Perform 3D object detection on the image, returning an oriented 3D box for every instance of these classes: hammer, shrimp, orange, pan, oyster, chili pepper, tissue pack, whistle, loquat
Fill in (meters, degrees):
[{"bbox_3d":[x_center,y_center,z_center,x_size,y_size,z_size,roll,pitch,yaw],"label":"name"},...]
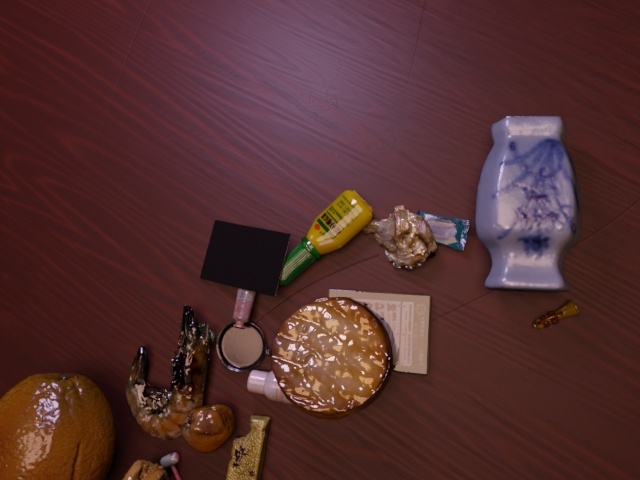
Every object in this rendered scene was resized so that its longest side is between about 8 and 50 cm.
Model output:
[{"bbox_3d":[-0.385,0.603,1.557,0.052,0.031,0.083,-26,86,10],"label":"hammer"},{"bbox_3d":[-0.410,0.345,1.564,0.233,0.071,0.365,7,94,13],"label":"shrimp"},{"bbox_3d":[-0.677,0.504,1.467,0.322,0.322,0.357,15,96,11],"label":"orange"},{"bbox_3d":[-0.161,0.289,1.550,0.235,0.028,0.136,14,87,14],"label":"pan"},{"bbox_3d":[0.193,-0.008,1.495,0.191,0.081,0.163,3,90,30],"label":"oyster"},{"bbox_3d":[-0.319,0.245,1.586,0.091,0.034,0.030,22,121,10],"label":"chili pepper"},{"bbox_3d":[0.305,-0.023,1.506,0.138,0.028,0.085,12,83,16],"label":"tissue pack"},{"bbox_3d":[0.567,0.186,1.421,0.109,0.057,0.046,-28,101,6],"label":"whistle"},{"bbox_3d":[-0.287,0.473,1.501,0.137,0.137,0.113,-30,51,5],"label":"loquat"}]

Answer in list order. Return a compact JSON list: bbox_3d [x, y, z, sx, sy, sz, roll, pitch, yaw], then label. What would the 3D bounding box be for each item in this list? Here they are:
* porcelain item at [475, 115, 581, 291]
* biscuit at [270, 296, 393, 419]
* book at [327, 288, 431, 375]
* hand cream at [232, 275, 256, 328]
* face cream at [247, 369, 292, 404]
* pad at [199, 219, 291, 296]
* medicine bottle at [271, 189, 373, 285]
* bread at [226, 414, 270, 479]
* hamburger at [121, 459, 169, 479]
[{"bbox_3d":[0.492,-0.082,1.401,0.242,0.178,0.405,2,85,10],"label":"porcelain item"},{"bbox_3d":[0.029,0.283,1.435,0.296,0.102,0.296,-3,63,6],"label":"biscuit"},{"bbox_3d":[0.144,0.231,1.505,0.264,0.027,0.202,2,84,11],"label":"book"},{"bbox_3d":[-0.191,0.129,1.561,0.067,0.043,0.210,6,72,11],"label":"hand cream"},{"bbox_3d":[-0.054,0.378,1.496,0.269,0.082,0.082,7,85,10],"label":"face cream"},{"bbox_3d":[-0.202,0.045,1.559,0.245,0.006,0.170,10,83,26],"label":"pad"},{"bbox_3d":[0.000,0.000,1.530,0.309,0.076,0.111,-43,58,5],"label":"medicine bottle"},{"bbox_3d":[-0.189,0.562,1.516,0.088,0.049,0.226,7,85,11],"label":"bread"},{"bbox_3d":[-0.457,0.659,1.474,0.108,0.214,0.214,23,88,7],"label":"hamburger"}]
